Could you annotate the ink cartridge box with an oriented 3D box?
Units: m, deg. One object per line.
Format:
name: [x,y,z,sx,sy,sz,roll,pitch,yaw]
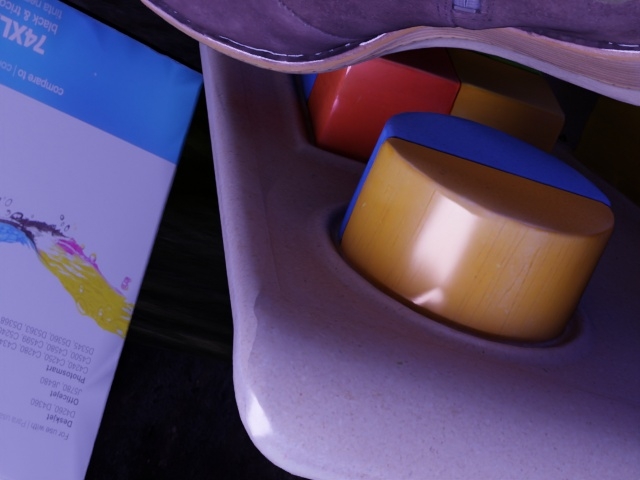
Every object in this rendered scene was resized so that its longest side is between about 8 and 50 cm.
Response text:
ink cartridge box: [-0.233,-0.009,1.160,0.198,0.270,0.197,7,168,43]

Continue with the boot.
boot: [0.021,-0.131,0.655,0.248,0.090,0.207,14,159,17]

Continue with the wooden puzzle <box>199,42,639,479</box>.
wooden puzzle: [0.116,-0.004,0.792,0.322,0.080,0.348,17,-153,-14]
